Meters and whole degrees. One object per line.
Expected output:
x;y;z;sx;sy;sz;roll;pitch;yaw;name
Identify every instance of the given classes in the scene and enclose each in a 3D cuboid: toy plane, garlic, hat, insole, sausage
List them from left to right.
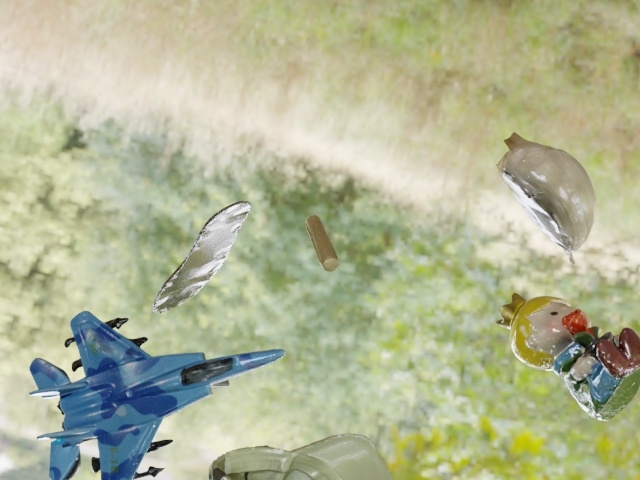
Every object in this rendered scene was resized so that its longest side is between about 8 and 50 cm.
-0.141;0.128;1.100;0.246;0.169;0.078;-16;167;11;toy plane
-0.176;0.028;1.888;0.111;0.007;0.328;-22;162;-34;insole
-0.011;0.226;1.123;0.166;0.122;0.081;-20;157;-27;hat
0.000;0.000;1.575;0.024;0.024;0.132;17;-158;-19;sausage
0.234;-0.045;1.250;0.152;0.066;0.084;48;176;-9;garlic

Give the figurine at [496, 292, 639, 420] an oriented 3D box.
0.362;0.142;1.852;0.127;0.234;0.185;-28;150;-13;figurine
